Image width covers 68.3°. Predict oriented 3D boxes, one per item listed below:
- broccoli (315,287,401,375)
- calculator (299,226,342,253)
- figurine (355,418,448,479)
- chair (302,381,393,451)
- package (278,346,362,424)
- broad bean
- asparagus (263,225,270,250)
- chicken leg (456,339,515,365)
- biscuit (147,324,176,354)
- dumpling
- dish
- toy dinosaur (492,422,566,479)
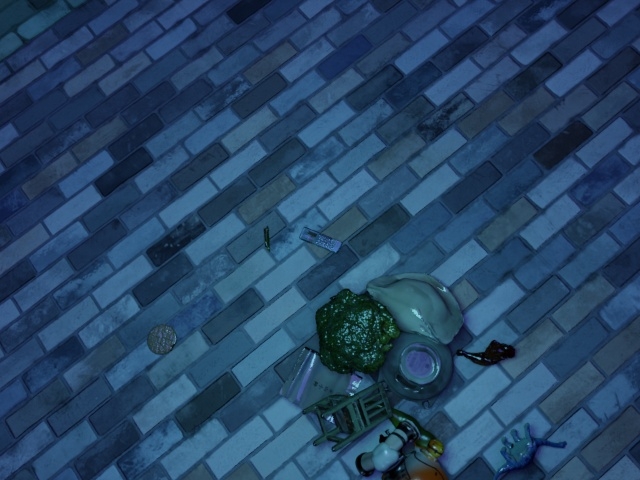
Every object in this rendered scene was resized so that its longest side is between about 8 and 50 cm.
[{"bbox_3d":[0.133,0.331,1.663,0.322,0.284,0.303,19,95,42],"label":"broccoli"},{"bbox_3d":[0.000,0.000,1.888,0.172,0.018,0.057,23,78,11],"label":"calculator"},{"bbox_3d":[0.299,0.803,1.573,0.320,0.196,0.323,-44,81,8],"label":"figurine"},{"bbox_3d":[0.095,0.607,1.655,0.271,0.147,0.136,-18,88,-34],"label":"chair"},{"bbox_3d":[0.002,0.535,1.743,0.251,0.062,0.203,30,80,-3],"label":"package"},{"bbox_3d":[0.283,0.661,1.691,0.318,0.056,0.098,19,89,14],"label":"broad bean"},{"bbox_3d":[-0.215,-0.005,1.900,0.021,0.025,0.108,-5,76,-7],"label":"asparagus"},{"bbox_3d":[0.609,0.417,1.726,0.205,0.053,0.093,-11,53,-5],"label":"chicken leg"},{"bbox_3d":[-0.619,0.386,1.840,0.120,0.015,0.120,-1,77,5],"label":"biscuit"},{"bbox_3d":[0.355,0.223,1.736,0.260,0.341,0.181,-29,118,-34],"label":"dumpling"},{"bbox_3d":[0.350,0.447,1.702,0.304,0.120,0.302,-1,75,4],"label":"dish"},{"bbox_3d":[0.690,0.725,1.634,0.330,0.076,0.144,-25,83,-13],"label":"toy dinosaur"}]
